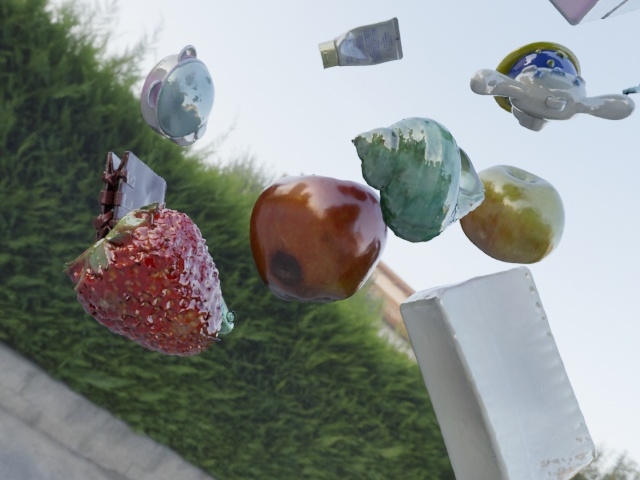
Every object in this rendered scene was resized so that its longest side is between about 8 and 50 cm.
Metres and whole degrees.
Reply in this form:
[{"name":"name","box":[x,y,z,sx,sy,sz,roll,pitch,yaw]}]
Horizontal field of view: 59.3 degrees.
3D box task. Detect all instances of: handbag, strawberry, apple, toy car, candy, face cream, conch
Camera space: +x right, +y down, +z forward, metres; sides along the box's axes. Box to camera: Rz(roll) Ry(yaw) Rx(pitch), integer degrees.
[{"name":"handbag","box":[-0.495,-0.077,1.480,0.084,0.260,0.275,4,-8,5]},{"name":"strawberry","box":[-0.322,0.102,1.163,0.343,0.292,0.292,48,-12,-15]},{"name":"apple","box":[0.000,0.000,0.918,0.230,0.230,0.230,40,-11,9]},{"name":"toy car","box":[-0.289,0.171,1.469,0.093,0.058,0.186,-10,-68,29]},{"name":"candy","box":[0.281,0.233,0.914,0.145,0.208,0.359,-28,-101,61]},{"name":"face cream","box":[0.109,-0.526,1.532,0.070,0.224,0.114,-100,176,-58]},{"name":"apple","box":[0.452,-0.064,1.339,0.260,0.260,0.194,35,-56,33]},{"name":"conch","box":[0.124,-0.080,0.692,0.121,0.176,0.188,-2,-25,28]}]

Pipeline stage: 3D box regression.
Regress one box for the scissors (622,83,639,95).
[{"name":"scissors","box":[0.970,-0.442,1.611,0.180,0.392,0.032,-5,-82,57]}]

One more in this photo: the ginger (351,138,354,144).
[{"name":"ginger","box":[0.160,-0.320,1.975,0.057,0.044,0.137,-11,-45,45]}]

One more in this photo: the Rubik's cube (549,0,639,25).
[{"name":"Rubik's cube","box":[0.488,-0.583,0.884,0.316,0.321,0.319,56,-32,14]}]

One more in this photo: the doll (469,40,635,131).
[{"name":"doll","box":[0.416,-0.297,1.135,0.160,0.310,0.243,110,-23,-46]}]

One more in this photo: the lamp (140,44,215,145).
[{"name":"lamp","box":[-0.293,-0.292,1.218,0.108,0.179,0.246,33,-19,13]}]
